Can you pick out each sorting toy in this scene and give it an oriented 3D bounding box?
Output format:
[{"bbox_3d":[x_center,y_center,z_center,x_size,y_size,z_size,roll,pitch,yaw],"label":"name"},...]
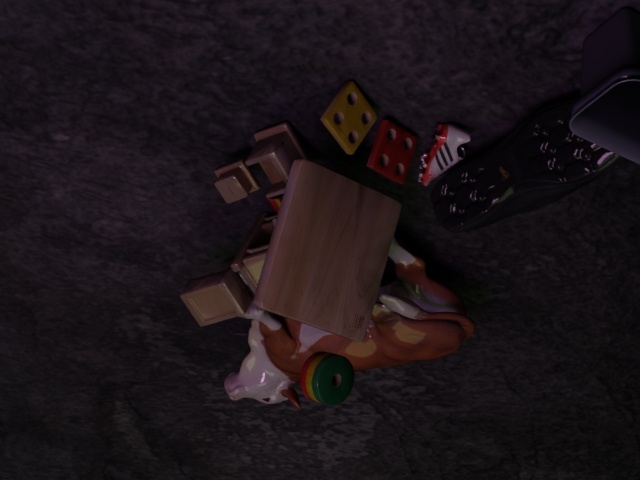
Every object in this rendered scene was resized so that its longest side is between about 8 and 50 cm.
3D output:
[{"bbox_3d":[0.000,0.000,1.272,0.132,0.275,0.046,22,171,-43],"label":"sorting toy"}]

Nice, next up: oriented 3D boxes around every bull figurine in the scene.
[{"bbox_3d":[0.005,0.089,1.519,0.310,0.101,0.188,-17,140,30],"label":"bull figurine"}]

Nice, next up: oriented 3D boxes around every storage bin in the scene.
[{"bbox_3d":[0.274,-0.127,1.164,0.135,0.091,0.098,19,144,-24],"label":"storage bin"}]

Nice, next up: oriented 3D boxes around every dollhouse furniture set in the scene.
[{"bbox_3d":[-0.067,-0.027,1.387,0.181,0.101,0.161,-16,118,29],"label":"dollhouse furniture set"}]

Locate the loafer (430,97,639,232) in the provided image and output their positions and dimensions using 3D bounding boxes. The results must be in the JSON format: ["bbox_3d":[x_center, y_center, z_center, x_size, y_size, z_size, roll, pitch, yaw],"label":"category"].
[{"bbox_3d":[0.198,-0.071,1.287,0.223,0.076,0.078,-28,171,37],"label":"loafer"}]

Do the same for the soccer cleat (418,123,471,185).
[{"bbox_3d":[0.113,-0.076,1.319,0.035,0.029,0.083,12,142,-6],"label":"soccer cleat"}]
